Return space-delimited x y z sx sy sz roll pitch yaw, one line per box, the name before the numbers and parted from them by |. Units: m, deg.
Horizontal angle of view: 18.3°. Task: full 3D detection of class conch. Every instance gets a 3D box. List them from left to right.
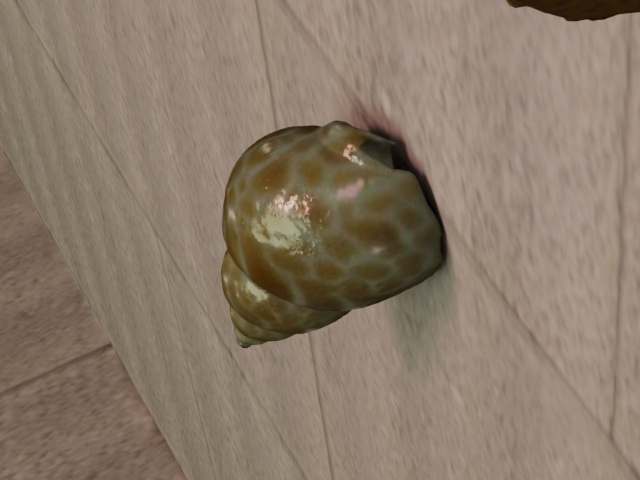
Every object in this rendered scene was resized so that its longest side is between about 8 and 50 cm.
conch | -0.003 -0.007 1.104 0.116 0.106 0.173 51 158 -21

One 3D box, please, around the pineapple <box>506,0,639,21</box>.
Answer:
pineapple | 0.066 -0.186 0.530 0.125 0.125 0.251 133 122 -76
